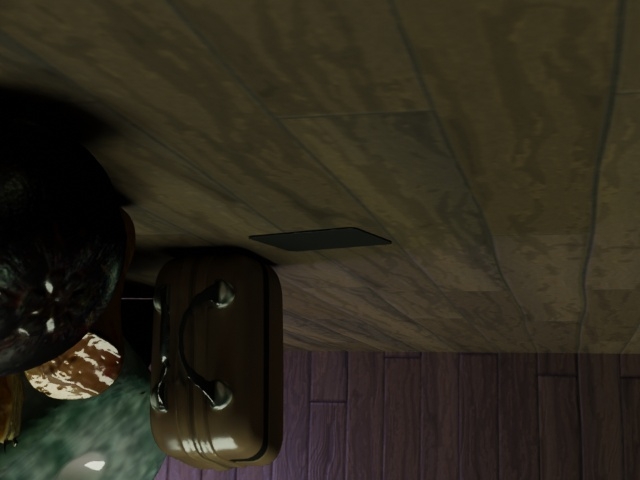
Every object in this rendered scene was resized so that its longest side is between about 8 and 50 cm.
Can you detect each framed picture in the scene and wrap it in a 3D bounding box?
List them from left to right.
[{"bbox_3d":[-0.390,0.172,1.768,0.244,0.013,0.324,0,-160,10],"label":"framed picture"}]

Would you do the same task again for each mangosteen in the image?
[{"bbox_3d":[-0.269,-0.005,0.763,0.216,0.216,0.216,1,169,0],"label":"mangosteen"}]

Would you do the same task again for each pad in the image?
[{"bbox_3d":[0.000,0.000,1.248,0.157,0.003,0.112,-5,167,30],"label":"pad"}]

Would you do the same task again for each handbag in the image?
[{"bbox_3d":[-0.150,0.159,1.349,0.149,0.301,0.283,-4,162,17],"label":"handbag"}]

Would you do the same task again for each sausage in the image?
[{"bbox_3d":[-0.240,0.042,0.969,0.109,0.108,0.270,3,-151,-8],"label":"sausage"}]

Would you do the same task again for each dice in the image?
[{"bbox_3d":[-0.438,0.241,1.400,0.348,0.330,0.328,35,153,31],"label":"dice"}]

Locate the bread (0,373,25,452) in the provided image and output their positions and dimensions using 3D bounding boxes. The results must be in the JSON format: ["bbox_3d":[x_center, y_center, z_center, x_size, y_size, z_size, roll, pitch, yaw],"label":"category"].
[{"bbox_3d":[-0.442,0.074,0.998,0.279,0.278,0.207,7,171,-13],"label":"bread"}]
